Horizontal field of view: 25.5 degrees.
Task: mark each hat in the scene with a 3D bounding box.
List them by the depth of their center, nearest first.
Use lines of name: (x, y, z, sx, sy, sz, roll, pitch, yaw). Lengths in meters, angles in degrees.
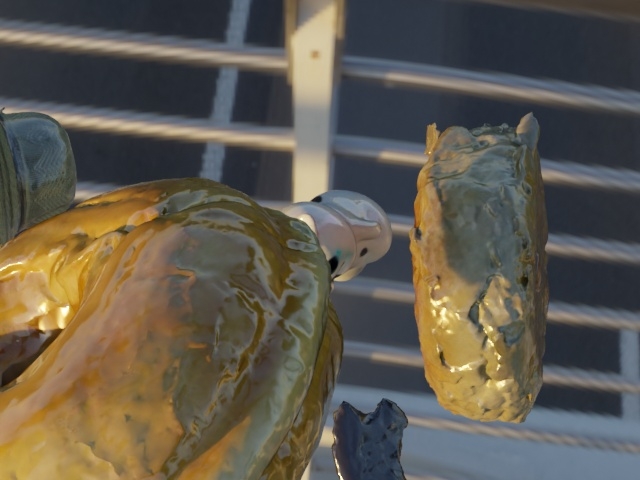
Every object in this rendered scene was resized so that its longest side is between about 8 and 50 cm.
hat: (-0.298, -0.072, 1.399, 0.110, 0.252, 0.252, -12, 55, -24)

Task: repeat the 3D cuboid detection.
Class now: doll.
doll: (0.005, 0.001, 1.609, 0.107, 0.110, 0.181, 57, 28, 5)

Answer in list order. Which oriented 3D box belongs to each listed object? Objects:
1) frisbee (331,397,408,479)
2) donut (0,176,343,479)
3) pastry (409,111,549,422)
frisbee: (0.034, 0.165, 0.651, 0.211, 0.012, 0.187, -10, 80, -28)
donut: (-0.180, 0.130, 1.012, 0.449, 0.198, 0.449, -30, 27, 17)
pastry: (0.168, 0.038, 1.481, 0.136, 0.329, 0.329, 0, 53, 13)
